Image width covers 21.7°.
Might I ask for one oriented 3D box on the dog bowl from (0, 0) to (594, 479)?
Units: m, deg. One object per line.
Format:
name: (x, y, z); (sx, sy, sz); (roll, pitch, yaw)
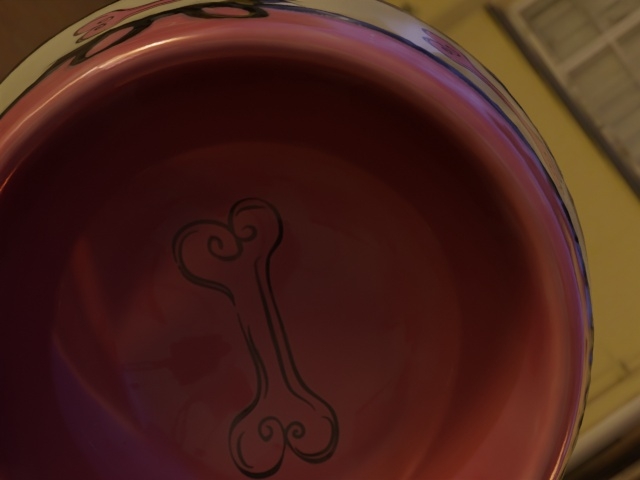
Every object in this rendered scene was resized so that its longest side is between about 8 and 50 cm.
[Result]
dog bowl: (-0.037, 0.054, 0.915); (0.408, 0.408, 0.150); (55, 0, -6)
